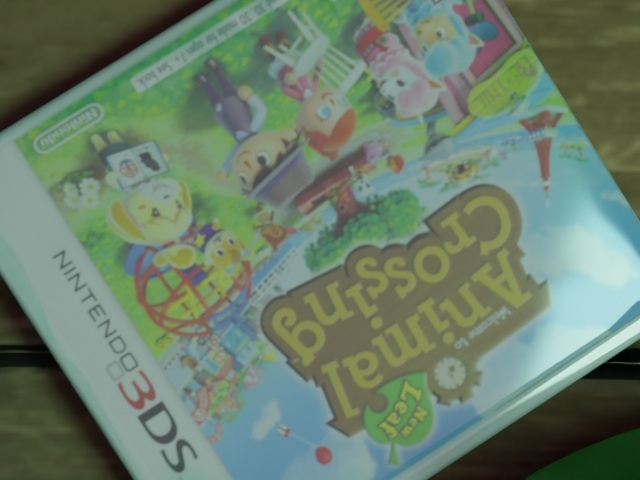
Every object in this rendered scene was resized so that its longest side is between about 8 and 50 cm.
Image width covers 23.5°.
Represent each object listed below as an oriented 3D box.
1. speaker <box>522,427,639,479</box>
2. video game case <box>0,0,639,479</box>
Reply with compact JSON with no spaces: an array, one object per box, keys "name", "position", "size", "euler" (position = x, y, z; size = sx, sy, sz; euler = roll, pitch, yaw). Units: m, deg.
[{"name":"speaker","position":[0.162,0.215,0.539],"size":[0.131,0.131,0.296],"euler":[-19,92,-6]},{"name":"video game case","position":[0.000,0.000,0.574],"size":[0.212,0.023,0.193],"euler":[-33,93,-6]}]
